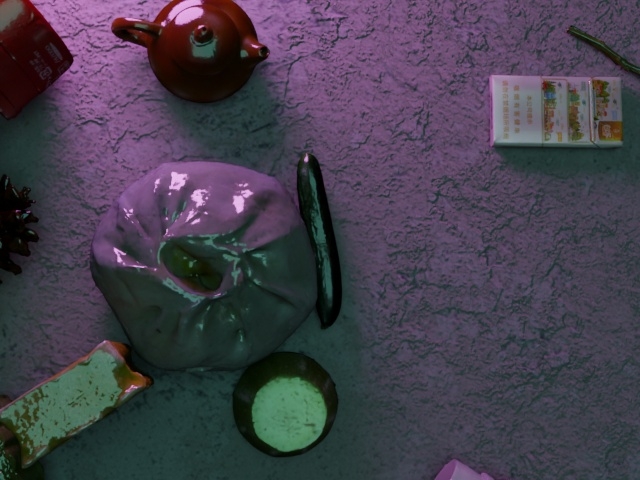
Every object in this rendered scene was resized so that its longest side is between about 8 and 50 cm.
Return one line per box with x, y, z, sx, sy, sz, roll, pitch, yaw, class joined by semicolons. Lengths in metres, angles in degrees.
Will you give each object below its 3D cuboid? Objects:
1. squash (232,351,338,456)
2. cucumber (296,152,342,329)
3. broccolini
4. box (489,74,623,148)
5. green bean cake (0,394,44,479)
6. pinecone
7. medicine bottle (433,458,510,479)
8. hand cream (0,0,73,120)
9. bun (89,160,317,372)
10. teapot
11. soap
-0.053;0.258;1.804;0.170;0.123;0.170;0;89;-3;squash
0.000;0.000;1.865;0.056;0.056;0.284;-8;88;-7;cucumber
0.510;-0.299;1.970;0.218;0.042;0.044;28;83;4;broccolini
0.392;-0.213;1.942;0.221;0.032;0.122;0;83;-6;box
-0.528;0.348;1.724;0.214;0.113;0.200;-25;84;8;green bean cake
-0.546;0.010;1.723;0.292;0.246;0.246;-34;88;-24;pinecone
0.283;0.447;1.802;0.247;0.147;0.147;35;81;-2;medicine bottle
-0.494;-0.308;1.764;0.149;0.230;0.230;-40;89;-9;hand cream
-0.169;0.034;1.774;0.355;0.194;0.354;0;86;-6;bun
-0.205;-0.317;1.841;0.252;0.135;0.178;12;79;-6;teapot
-0.344;0.227;1.673;0.199;0.315;0.091;-34;88;-7;soap
